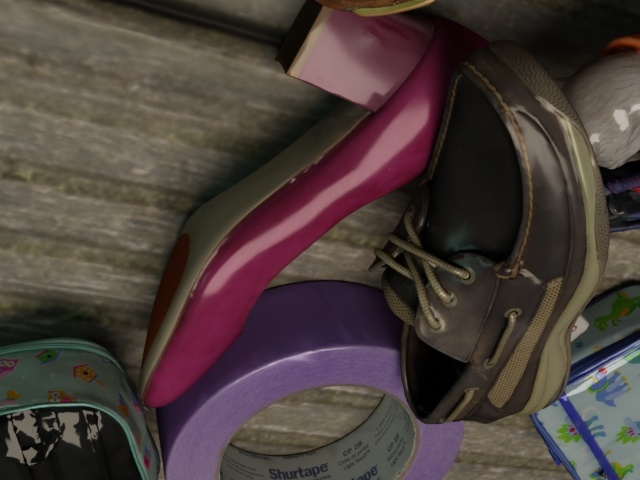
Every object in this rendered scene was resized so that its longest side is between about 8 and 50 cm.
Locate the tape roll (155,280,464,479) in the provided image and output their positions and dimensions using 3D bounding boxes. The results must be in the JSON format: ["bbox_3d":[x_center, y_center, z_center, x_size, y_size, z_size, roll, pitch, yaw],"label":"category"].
[{"bbox_3d":[-0.011,0.170,0.922,0.274,0.090,0.275,-9,129,-11],"label":"tape roll"}]

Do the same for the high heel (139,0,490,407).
[{"bbox_3d":[0.000,0.000,0.761,0.181,0.127,0.377,23,114,-18],"label":"high heel"}]

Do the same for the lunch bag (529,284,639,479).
[{"bbox_3d":[0.299,0.161,1.011,0.176,0.090,0.219,-28,128,10],"label":"lunch bag"}]

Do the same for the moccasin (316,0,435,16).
[{"bbox_3d":[0.165,-0.234,0.624,0.380,0.139,0.147,-26,168,-3],"label":"moccasin"}]

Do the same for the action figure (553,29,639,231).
[{"bbox_3d":[0.294,-0.101,0.759,0.330,0.341,0.179,-9,87,-28],"label":"action figure"}]

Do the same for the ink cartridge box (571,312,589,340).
[{"bbox_3d":[0.175,0.063,0.919,0.088,0.052,0.122,-42,126,17],"label":"ink cartridge box"}]

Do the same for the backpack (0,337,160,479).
[{"bbox_3d":[-0.221,0.161,0.813,0.165,0.144,0.188,-9,137,-2],"label":"backpack"}]

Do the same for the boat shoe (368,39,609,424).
[{"bbox_3d":[0.112,0.028,0.713,0.130,0.132,0.355,-23,135,-14],"label":"boat shoe"}]
